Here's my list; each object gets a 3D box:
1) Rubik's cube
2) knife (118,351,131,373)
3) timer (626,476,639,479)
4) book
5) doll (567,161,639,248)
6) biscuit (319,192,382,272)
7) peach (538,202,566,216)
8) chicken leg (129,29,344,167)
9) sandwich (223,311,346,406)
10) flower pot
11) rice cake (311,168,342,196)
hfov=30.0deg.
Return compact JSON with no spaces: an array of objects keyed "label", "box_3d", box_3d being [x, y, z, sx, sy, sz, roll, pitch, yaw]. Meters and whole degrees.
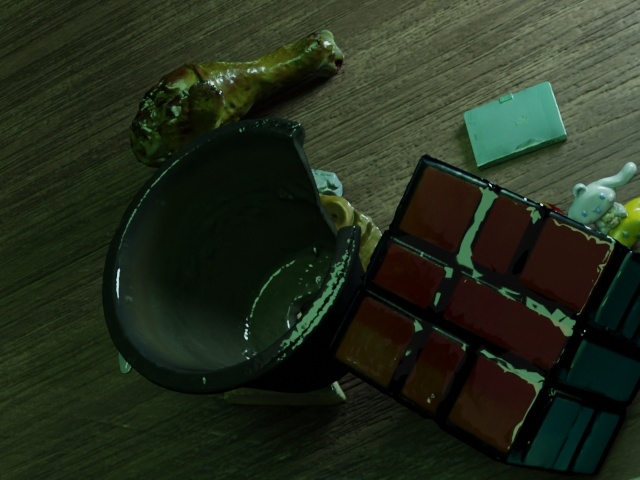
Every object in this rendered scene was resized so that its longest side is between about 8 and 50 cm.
[{"label":"Rubik's cube","box_3d":[0.228,0.099,1.438,0.294,0.288,0.283,31,94,35]},{"label":"knife","box_3d":[-0.272,0.090,1.871,0.058,0.032,0.244,17,77,27]},{"label":"timer","box_3d":[0.329,0.439,1.290,0.291,0.291,0.315,-23,80,13]},{"label":"book","box_3d":[0.282,-0.169,1.742,0.135,0.017,0.103,-20,60,16]},{"label":"doll","box_3d":[0.379,-0.044,1.574,0.071,0.113,0.135,-92,20,-64]},{"label":"biscuit","box_3d":[-0.001,0.000,1.757,0.224,0.033,0.144,37,99,27]},{"label":"peach","box_3d":[0.307,-0.004,1.623,0.077,0.050,0.083,-40,39,32]},{"label":"chicken leg","box_3d":[-0.149,-0.234,1.866,0.361,0.211,0.140,-31,94,11]},{"label":"sandwich","box_3d":[-0.073,0.188,1.705,0.162,0.058,0.193,-36,56,7]},{"label":"flower pot","box_3d":[-0.076,0.063,1.577,0.379,0.251,0.379,-13,59,23]},{"label":"rice cake","box_3d":[-0.074,-0.100,1.858,0.245,0.045,0.042,13,67,30]}]
